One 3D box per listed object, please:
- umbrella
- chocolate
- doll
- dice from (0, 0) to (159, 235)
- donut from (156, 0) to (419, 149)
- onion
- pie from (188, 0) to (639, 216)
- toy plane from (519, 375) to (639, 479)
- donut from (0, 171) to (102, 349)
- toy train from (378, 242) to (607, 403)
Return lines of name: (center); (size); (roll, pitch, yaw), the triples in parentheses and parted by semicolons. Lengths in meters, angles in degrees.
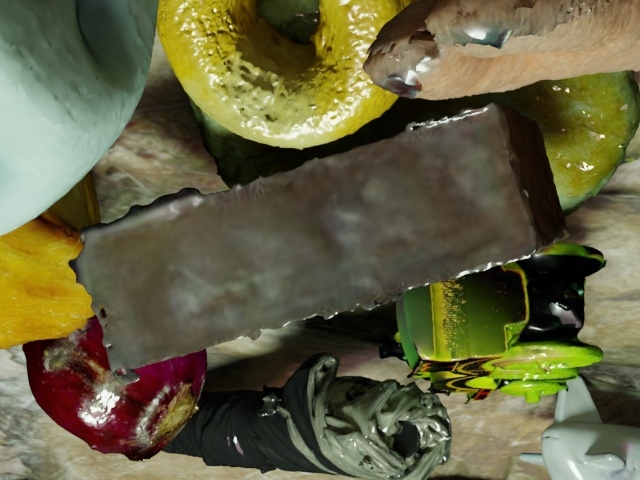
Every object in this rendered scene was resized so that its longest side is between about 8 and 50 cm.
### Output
umbrella: (-0.033, 0.154, 1.527); (0.113, 0.106, 0.357); (36, 155, -33)
chocolate: (0.000, 0.000, 1.142); (0.321, 0.112, 0.112); (-18, 176, 24)
doll: (0.140, -0.159, 0.925); (0.303, 0.156, 0.201); (-15, 179, -44)
dice: (-0.251, -0.160, 0.885); (0.262, 0.265, 0.268); (-10, 146, 20)
donut: (-0.023, -0.132, 1.028); (0.162, 0.065, 0.178); (-23, 108, 22)
onion: (-0.180, 0.078, 1.433); (0.135, 0.198, 0.173); (-49, 169, 7)
pie: (0.066, -0.086, 1.180); (0.323, 0.071, 0.323); (1, 148, 1)
toy plane: (0.311, 0.217, 1.615); (0.266, 0.123, 0.267); (13, 165, 4)
donut: (-0.296, -0.023, 1.276); (0.302, 0.110, 0.303); (3, 152, 1)
toy train: (0.128, 0.066, 1.329); (0.160, 0.101, 0.296); (-2, 168, 0)
